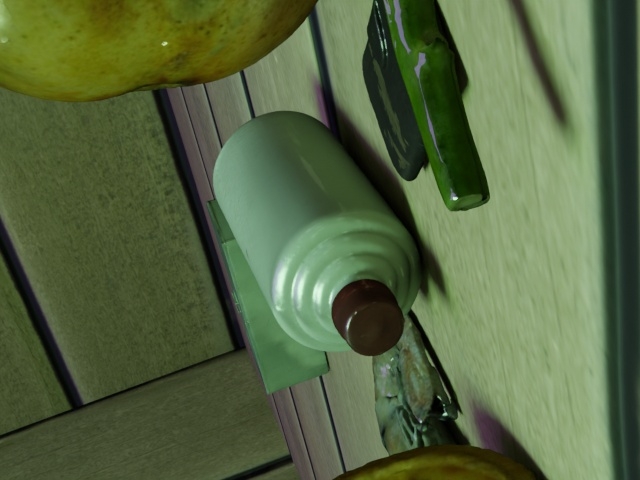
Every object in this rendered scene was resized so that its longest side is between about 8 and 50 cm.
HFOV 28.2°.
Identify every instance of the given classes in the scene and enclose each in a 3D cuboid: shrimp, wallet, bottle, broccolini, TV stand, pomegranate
[{"bbox_3d":[0.074,0.126,0.909,0.223,0.047,0.126,-120,23,-61],"label":"shrimp"},{"bbox_3d":[0.044,-0.086,0.663,0.157,0.018,0.082,106,144,-79],"label":"wallet"},{"bbox_3d":[0.000,0.000,0.865,0.245,0.104,0.104,-121,14,-58],"label":"bottle"},{"bbox_3d":[0.037,-0.133,0.420,0.123,0.062,0.272,-83,-17,-72],"label":"broccolini"},{"bbox_3d":[-0.060,0.060,1.519,0.083,0.088,0.270,-117,11,-46],"label":"TV stand"},{"bbox_3d":[-0.116,-0.195,0.630,0.260,0.260,0.261,160,90,-83],"label":"pomegranate"}]

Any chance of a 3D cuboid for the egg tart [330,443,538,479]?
[{"bbox_3d":[0.062,0.232,0.725,0.171,0.215,0.215,57,-179,-31],"label":"egg tart"}]
